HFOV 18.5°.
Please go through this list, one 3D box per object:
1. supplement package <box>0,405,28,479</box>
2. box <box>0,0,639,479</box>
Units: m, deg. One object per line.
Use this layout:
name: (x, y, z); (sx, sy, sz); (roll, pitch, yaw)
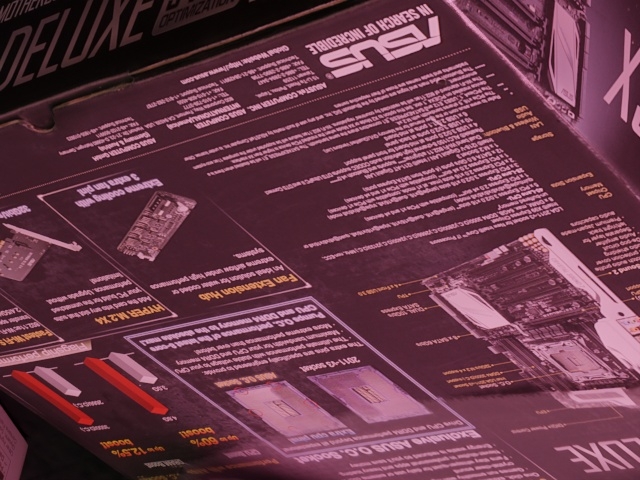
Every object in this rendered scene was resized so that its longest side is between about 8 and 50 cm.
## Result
supplement package: (-0.267, 0.133, 0.748); (0.199, 0.263, 0.198); (-12, 131, 19)
box: (0.000, 0.000, 0.649); (0.307, 0.076, 0.242); (-15, 137, 41)
